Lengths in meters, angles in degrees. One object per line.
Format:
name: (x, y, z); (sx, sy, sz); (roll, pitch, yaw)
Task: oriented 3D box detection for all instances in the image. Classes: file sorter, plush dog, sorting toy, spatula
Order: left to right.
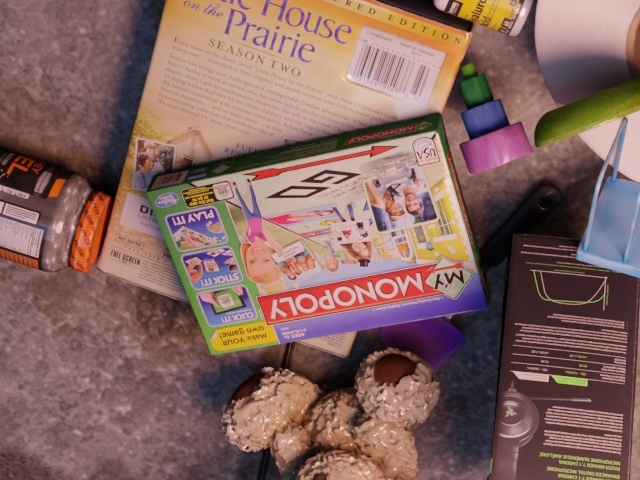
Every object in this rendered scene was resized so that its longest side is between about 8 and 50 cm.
plush dog: (0.025, 0.270, 1.527); (0.262, 0.225, 0.211); (-9, 137, 23)
spatula: (0.169, 0.042, 1.512); (0.084, 0.030, 0.296); (34, 120, -7)
sorting toy: (0.254, -0.166, 1.233); (0.365, 0.127, 0.126); (-18, 93, 47)
file sorter: (0.345, -0.032, 1.288); (0.170, 0.118, 0.104); (17, 137, 17)

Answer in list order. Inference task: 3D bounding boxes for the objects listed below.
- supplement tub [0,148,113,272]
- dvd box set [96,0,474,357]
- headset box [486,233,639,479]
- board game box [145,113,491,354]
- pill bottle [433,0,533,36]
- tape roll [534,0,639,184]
supplement tub: (-0.334, -0.035, 1.511); (0.190, 0.117, 0.117); (17, 121, -1)
dvd box set: (-0.048, -0.097, 1.456); (0.307, 0.062, 0.420); (18, 121, 0)
headset box: (0.239, 0.176, 1.380); (0.131, 0.283, 0.246); (5, 155, 8)
board game box: (0.000, 0.000, 1.440); (0.317, 0.046, 0.214); (-11, 116, 16)
pill bottle: (0.149, -0.248, 1.332); (0.116, 0.065, 0.065); (20, 121, 0)
tape roll: (0.387, -0.182, 1.242); (0.392, 0.072, 0.392); (18, 141, 15)
